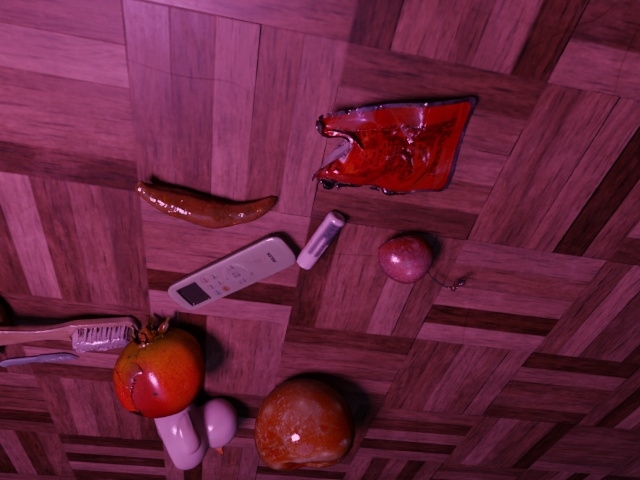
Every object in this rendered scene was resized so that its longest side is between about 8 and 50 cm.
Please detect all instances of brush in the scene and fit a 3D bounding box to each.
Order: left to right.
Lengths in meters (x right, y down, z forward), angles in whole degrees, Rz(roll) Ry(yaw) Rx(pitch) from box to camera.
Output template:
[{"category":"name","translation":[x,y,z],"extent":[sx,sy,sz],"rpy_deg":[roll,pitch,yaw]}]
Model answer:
[{"category":"brush","translation":[-0.601,0.227,0.969],"extent":[0.327,0.065,0.070],"rpy_deg":[0,136,-17]}]

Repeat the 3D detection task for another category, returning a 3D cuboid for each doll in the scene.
[{"category":"doll","translation":[-0.344,0.509,1.181],"extent":[0.221,0.221,0.251],"rpy_deg":[-21,98,15]}]

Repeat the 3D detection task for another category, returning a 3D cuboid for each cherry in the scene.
[{"category":"cherry","translation":[0.216,0.048,0.871],"extent":[0.226,0.090,0.107],"rpy_deg":[14,113,-22]}]

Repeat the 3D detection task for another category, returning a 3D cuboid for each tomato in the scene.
[{"category":"tomato","translation":[-0.042,0.489,1.130],"extent":[0.270,0.222,0.270],"rpy_deg":[-4,149,-3]}]

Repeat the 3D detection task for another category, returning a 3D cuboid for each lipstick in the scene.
[{"category":"lipstick","translation":[0.000,0.000,0.855],"extent":[0.040,0.040,0.141],"rpy_deg":[25,124,-19]}]

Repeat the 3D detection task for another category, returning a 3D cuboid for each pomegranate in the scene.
[{"category":"pomegranate","translation":[-0.376,0.297,0.986],"extent":[0.210,0.210,0.235],"rpy_deg":[-7,104,4]}]

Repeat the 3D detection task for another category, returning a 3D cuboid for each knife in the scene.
[{"category":"knife","translation":[-0.750,0.316,1.111],"extent":[0.210,0.015,0.028],"rpy_deg":[-7,121,4]}]

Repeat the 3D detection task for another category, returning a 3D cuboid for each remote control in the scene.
[{"category":"remote control","translation":[-0.196,0.070,0.910],"extent":[0.310,0.038,0.090],"rpy_deg":[-24,125,18]}]

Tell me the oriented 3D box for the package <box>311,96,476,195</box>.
[{"category":"package","translation":[0.120,-0.153,0.721],"extent":[0.269,0.071,0.194],"rpy_deg":[1,143,-7]}]

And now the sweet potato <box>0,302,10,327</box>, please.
[{"category":"sweet potato","translation":[-0.783,0.179,0.956],"extent":[0.108,0.079,0.346],"rpy_deg":[-10,141,-17]}]

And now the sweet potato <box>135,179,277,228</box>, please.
[{"category":"sweet potato","translation":[-0.214,-0.062,0.794],"extent":[0.255,0.058,0.078],"rpy_deg":[7,108,-12]}]
